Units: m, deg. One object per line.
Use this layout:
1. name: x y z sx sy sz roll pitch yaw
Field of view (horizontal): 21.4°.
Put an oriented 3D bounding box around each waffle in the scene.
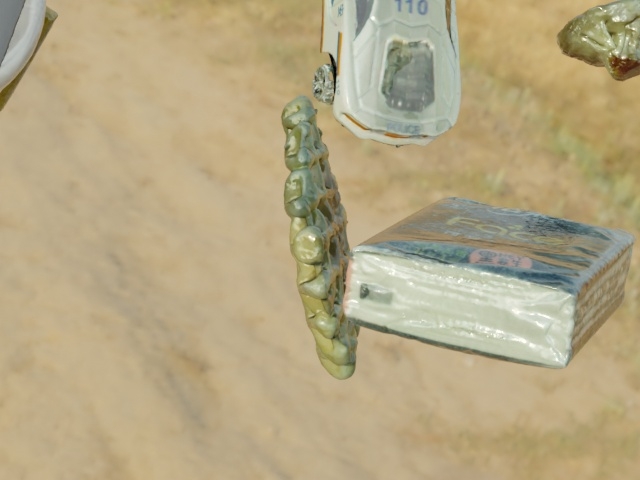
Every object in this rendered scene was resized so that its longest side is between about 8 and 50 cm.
1. waffle: 0.000 0.000 1.995 0.056 0.309 0.292 -7 55 6

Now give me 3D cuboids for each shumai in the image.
1. shumai: 0.356 -0.236 2.069 0.099 0.124 0.087 -5 74 -44

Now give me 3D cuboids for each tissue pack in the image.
1. tissue pack: 0.177 0.038 1.716 0.228 0.103 0.315 13 14 18

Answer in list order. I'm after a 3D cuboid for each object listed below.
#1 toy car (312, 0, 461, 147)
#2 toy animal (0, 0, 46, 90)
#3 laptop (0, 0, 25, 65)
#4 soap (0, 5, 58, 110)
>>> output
1. toy car: 0.047 -0.162 1.111 0.095 0.205 0.056 5 -12 -23
2. toy animal: -0.304 -0.219 1.198 0.258 0.357 0.194 -15 8 -33
3. laptop: -0.258 -0.164 0.942 0.197 0.135 0.016 22 -6 -15
4. soap: -0.451 -0.187 1.739 0.259 0.281 0.143 32 15 1
